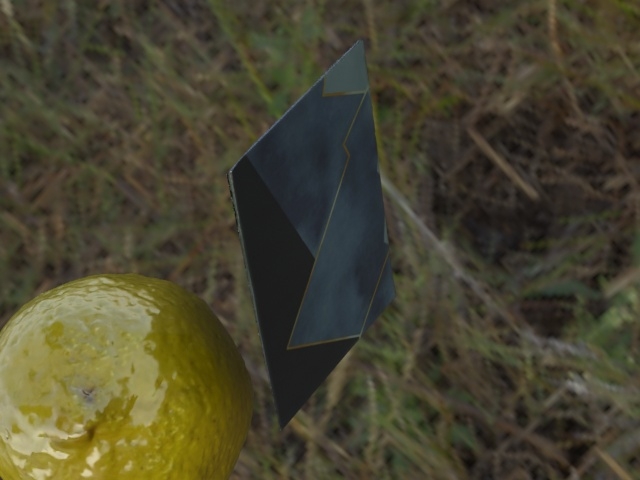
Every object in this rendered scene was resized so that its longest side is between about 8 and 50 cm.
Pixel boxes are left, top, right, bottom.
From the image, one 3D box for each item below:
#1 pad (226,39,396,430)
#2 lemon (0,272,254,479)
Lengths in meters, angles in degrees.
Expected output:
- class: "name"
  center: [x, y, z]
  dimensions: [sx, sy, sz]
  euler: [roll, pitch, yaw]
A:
- class: "pad"
  center: [0.000, 0.000, 1.207]
  dimensions: [0.004, 0.243, 0.163]
  euler: [18, 47, 29]
- class: "lemon"
  center: [-0.151, 0.124, 1.289]
  dimensions: [0.204, 0.260, 0.204]
  euler: [-1, 84, 5]
